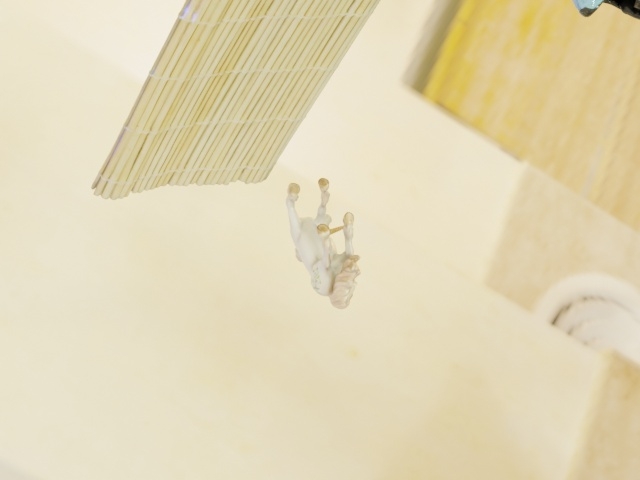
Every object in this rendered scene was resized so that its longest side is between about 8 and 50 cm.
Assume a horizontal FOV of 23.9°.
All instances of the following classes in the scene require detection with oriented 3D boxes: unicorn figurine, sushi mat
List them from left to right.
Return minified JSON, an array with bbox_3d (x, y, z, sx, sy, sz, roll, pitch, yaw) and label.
[{"bbox_3d":[-0.052,-0.119,1.068,0.316,0.151,0.019,-53,54,52],"label":"sushi mat"},{"bbox_3d":[0.000,0.000,1.354,0.162,0.060,0.111,-95,4,-48],"label":"unicorn figurine"}]

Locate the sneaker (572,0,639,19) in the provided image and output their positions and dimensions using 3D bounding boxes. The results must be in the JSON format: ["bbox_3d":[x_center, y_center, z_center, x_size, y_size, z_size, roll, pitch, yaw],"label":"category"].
[{"bbox_3d":[0.288,-0.230,1.343,0.063,0.162,0.073,150,109,-75],"label":"sneaker"}]
